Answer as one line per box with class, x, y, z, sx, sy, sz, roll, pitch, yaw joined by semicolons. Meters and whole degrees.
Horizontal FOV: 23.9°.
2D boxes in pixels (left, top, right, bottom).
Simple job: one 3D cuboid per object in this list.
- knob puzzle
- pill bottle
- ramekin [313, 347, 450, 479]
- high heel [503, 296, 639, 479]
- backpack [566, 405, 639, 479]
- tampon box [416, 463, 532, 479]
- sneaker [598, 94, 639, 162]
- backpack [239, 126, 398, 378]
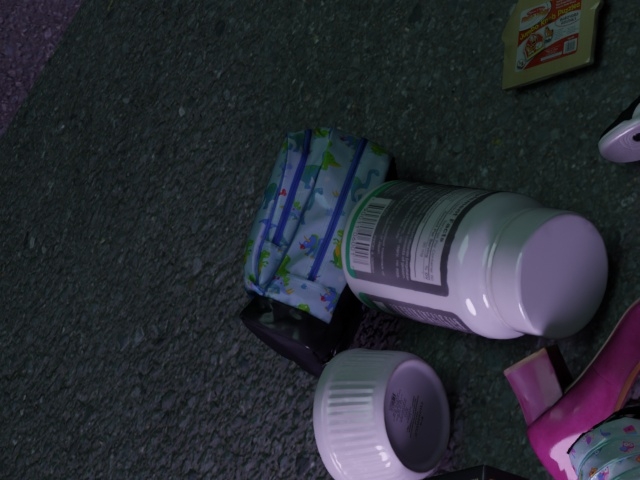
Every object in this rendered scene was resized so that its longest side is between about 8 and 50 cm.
knob puzzle;0.352;-0.327;2.266;0.213;0.030;0.213;-28;51;42
pill bottle;0.210;0.027;2.107;0.361;0.204;0.204;11;80;53
ramekin;0.095;0.252;2.141;0.109;0.207;0.207;-10;64;39
high heel;0.418;0.165;1.894;0.377;0.127;0.181;-33;77;32
backpack;0.382;0.273;1.780;0.152;0.182;0.115;-49;40;22
tampon box;0.199;0.369;2.008;0.161;0.120;0.101;-22;56;44
sneaker;0.462;-0.199;2.029;0.217;0.079;0.121;-31;45;28
backpack;0.000;0.000;2.343;0.273;0.290;0.355;32;83;10
